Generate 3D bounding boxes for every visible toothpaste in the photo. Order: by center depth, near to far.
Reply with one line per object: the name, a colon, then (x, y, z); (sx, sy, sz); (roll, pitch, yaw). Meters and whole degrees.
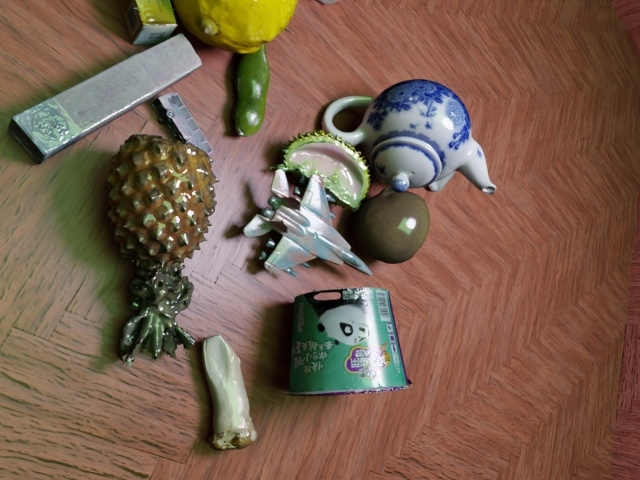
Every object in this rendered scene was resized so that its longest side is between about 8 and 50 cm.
toothpaste: (-0.329, -0.500, 0.777); (0.071, 0.089, 0.312); (-20, 98, -32)

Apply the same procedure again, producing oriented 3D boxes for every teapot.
teapot: (0.207, -0.221, 1.060); (0.425, 0.252, 0.279); (20, 61, 2)

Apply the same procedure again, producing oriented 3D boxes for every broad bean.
broad bean: (-0.124, -0.348, 0.947); (0.098, 0.056, 0.317); (31, 64, -32)

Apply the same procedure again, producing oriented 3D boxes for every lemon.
lemon: (-0.150, -0.471, 0.832); (0.234, 0.234, 0.288); (38, 53, -30)

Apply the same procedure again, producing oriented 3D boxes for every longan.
longan: (0.167, -0.033, 1.078); (0.189, 0.189, 0.189); (6, 81, -39)

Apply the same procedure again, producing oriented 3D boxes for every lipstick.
lipstick: (-0.335, -0.239, 0.751); (0.317, 0.068, 0.066); (-47, 113, -33)

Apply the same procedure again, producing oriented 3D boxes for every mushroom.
mushroom: (-0.172, 0.271, 0.828); (0.085, 0.071, 0.209); (-11, 88, -8)

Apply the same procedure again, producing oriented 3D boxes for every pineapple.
pineapple: (-0.264, 0.019, 0.736); (0.175, 0.175, 0.360); (9, 94, -38)

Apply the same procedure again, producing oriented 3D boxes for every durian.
durian: (0.008, -0.161, 0.999); (0.221, 0.095, 0.137); (26, 94, -30)

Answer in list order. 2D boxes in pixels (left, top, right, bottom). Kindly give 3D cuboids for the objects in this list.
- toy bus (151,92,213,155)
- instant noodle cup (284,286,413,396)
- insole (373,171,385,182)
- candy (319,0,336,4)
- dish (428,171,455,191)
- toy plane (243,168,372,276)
toy bus: (-0.248, -0.204, 0.839); (0.052, 0.037, 0.130); (-44, 113, -36)
instant noodle cup: (0.050, 0.199, 0.915); (0.251, 0.251, 0.190); (9, 71, -38)
insole: (0.196, -0.257, 1.226); (0.081, 0.011, 0.247); (40, 62, -30)
candy: (-0.007, -0.734, 1.033); (0.208, 0.145, 0.358); (10, 79, -40)
dish: (0.355, -0.247, 1.322); (0.154, 0.064, 0.234); (51, 58, -24)
toy plane: (-0.005, -0.001, 0.968); (0.326, 0.104, 0.222); (37, 74, -39)
